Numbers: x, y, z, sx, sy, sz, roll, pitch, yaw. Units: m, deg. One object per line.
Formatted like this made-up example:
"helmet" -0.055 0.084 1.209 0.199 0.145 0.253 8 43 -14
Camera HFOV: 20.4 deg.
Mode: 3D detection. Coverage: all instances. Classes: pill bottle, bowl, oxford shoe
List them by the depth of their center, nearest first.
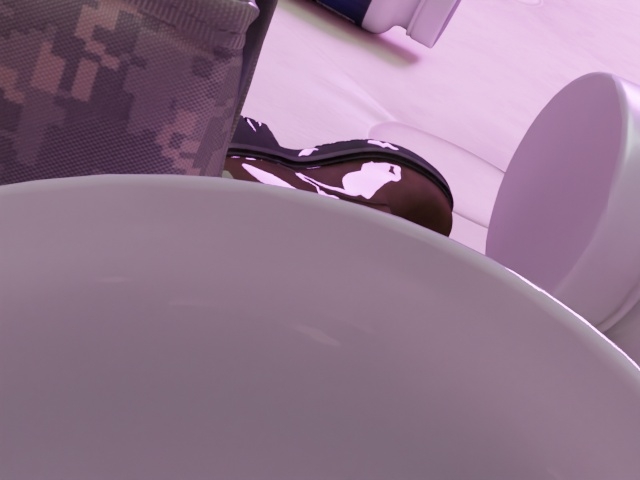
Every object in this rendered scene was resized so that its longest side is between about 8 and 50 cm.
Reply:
"bowl" -0.051 0.139 0.337 0.298 0.134 0.298 -7 48 8
"oxford shoe" 0.000 0.000 0.914 0.227 0.083 0.096 1 53 -50
"pill bottle" 0.270 0.031 0.997 0.334 0.188 0.188 21 22 -17
"pill bottle" 0.033 -0.225 1.427 0.169 0.094 0.094 29 21 3

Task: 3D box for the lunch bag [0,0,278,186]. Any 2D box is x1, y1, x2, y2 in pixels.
"lunch bag" -0.116 -0.039 0.609 0.169 0.235 0.287 19 23 -9
